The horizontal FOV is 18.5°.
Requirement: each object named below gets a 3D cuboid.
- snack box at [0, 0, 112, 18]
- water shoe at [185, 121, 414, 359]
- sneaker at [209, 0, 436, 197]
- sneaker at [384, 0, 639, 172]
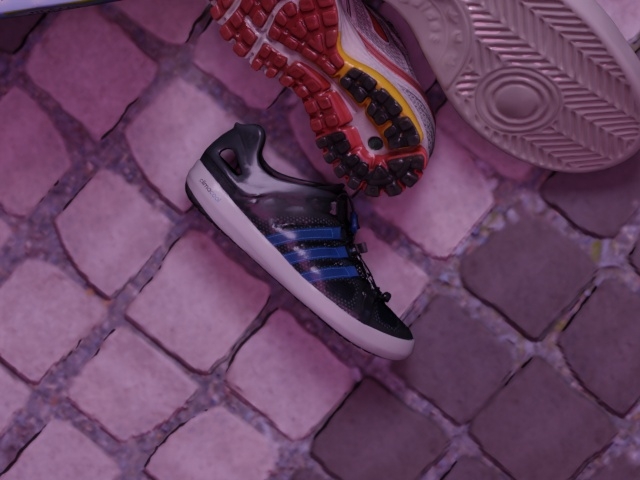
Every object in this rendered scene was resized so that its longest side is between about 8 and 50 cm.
[{"bbox_3d":[-0.169,-0.184,1.276,0.175,0.207,0.070,-8,97,3],"label":"snack box"},{"bbox_3d":[0.000,0.000,1.365,0.203,0.073,0.080,41,94,-5],"label":"water shoe"},{"bbox_3d":[0.001,-0.136,1.341,0.088,0.093,0.225,-28,99,25],"label":"sneaker"},{"bbox_3d":[0.104,-0.194,1.320,0.131,0.148,0.350,-29,121,32],"label":"sneaker"}]
